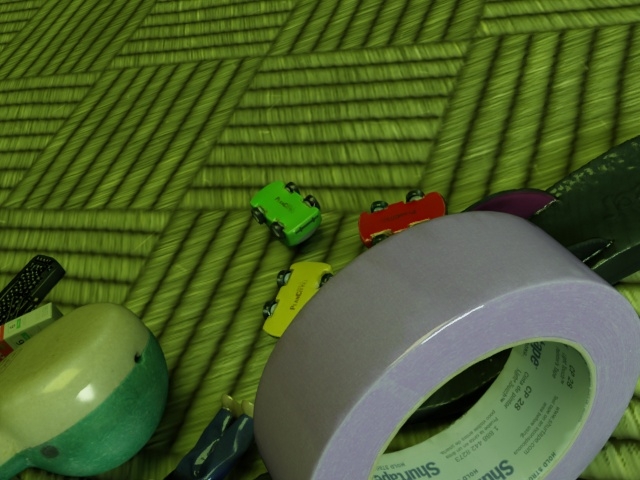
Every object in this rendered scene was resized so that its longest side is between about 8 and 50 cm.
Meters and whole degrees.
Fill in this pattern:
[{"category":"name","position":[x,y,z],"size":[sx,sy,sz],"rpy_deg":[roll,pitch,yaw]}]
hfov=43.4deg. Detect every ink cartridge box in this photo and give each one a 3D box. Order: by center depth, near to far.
[{"category":"ink cartridge box","position":[-0.349,0.123,0.943],"size":[0.115,0.063,0.029],"rpy_deg":[-25,40,1]}]

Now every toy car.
[{"category":"toy car","position":[0.000,0.000,0.905],"size":[0.239,0.053,0.225],"rpy_deg":[-38,43,-13]}]

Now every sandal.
[{"category":"sandal","position":[0.189,0.006,0.766],"size":[0.445,0.107,0.167],"rpy_deg":[-33,43,-7]}]

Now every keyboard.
[{"category":"keyboard","position":[-0.404,0.089,1.025],"size":[0.100,0.038,0.192],"rpy_deg":[13,56,34]}]

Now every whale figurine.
[{"category":"whale figurine","position":[-0.271,0.175,0.818],"size":[0.272,0.141,0.216],"rpy_deg":[-25,23,24]}]

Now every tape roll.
[{"category":"tape roll","position":[0.094,0.118,0.579],"size":[0.274,0.275,0.090],"rpy_deg":[-33,43,-7]}]

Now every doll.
[{"category":"doll","position":[-0.118,0.231,0.734],"size":[0.129,0.046,0.189],"rpy_deg":[1,48,52]}]

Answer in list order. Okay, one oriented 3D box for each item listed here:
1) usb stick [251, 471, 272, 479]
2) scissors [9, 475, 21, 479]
[{"category":"usb stick","position":[-0.009,0.300,0.621],"size":[0.077,0.045,0.278],"rpy_deg":[-17,43,-1]},{"category":"scissors","position":[-0.369,0.245,0.870],"size":[0.109,0.021,0.297],"rpy_deg":[-37,44,-15]}]
